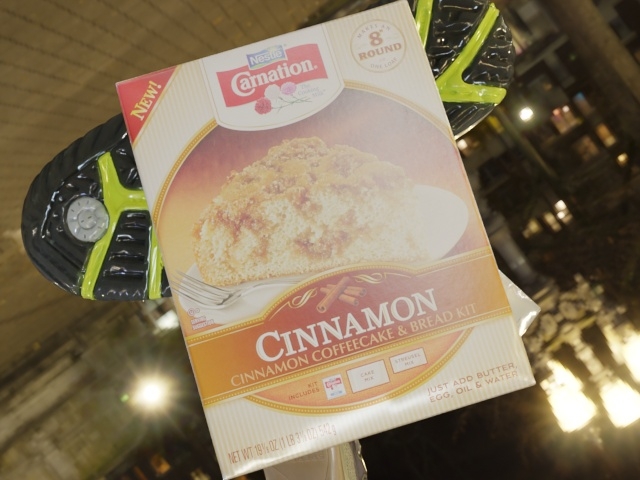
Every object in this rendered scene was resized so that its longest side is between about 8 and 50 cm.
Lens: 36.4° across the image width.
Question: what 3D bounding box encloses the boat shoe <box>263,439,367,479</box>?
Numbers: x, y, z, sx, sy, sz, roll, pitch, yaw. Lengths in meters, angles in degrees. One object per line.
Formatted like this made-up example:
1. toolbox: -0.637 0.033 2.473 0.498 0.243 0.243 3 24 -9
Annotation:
1. boat shoe: 0.005 0.251 0.897 0.102 0.285 0.092 -9 -178 26

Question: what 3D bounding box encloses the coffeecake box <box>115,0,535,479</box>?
1. coffeecake box: 0.000 0.000 0.460 0.142 0.186 0.068 -17 170 -2

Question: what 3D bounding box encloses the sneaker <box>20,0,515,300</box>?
1. sneaker: -0.036 -0.058 0.741 0.384 0.145 0.147 -23 178 -1

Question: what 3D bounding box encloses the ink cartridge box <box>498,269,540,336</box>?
1. ink cartridge box: 0.131 0.041 1.156 0.078 0.231 0.134 -48 180 -19
